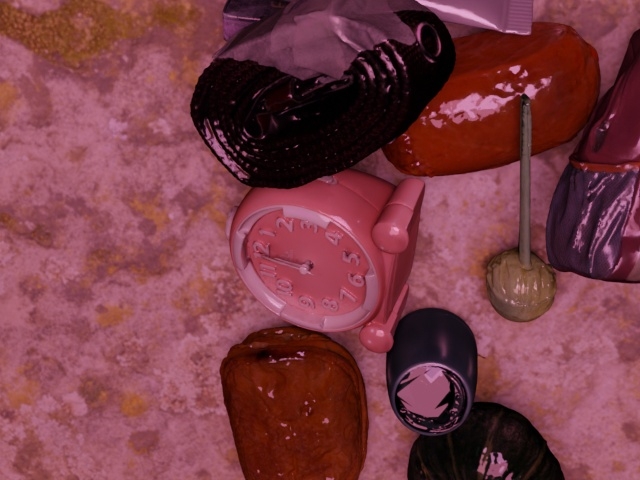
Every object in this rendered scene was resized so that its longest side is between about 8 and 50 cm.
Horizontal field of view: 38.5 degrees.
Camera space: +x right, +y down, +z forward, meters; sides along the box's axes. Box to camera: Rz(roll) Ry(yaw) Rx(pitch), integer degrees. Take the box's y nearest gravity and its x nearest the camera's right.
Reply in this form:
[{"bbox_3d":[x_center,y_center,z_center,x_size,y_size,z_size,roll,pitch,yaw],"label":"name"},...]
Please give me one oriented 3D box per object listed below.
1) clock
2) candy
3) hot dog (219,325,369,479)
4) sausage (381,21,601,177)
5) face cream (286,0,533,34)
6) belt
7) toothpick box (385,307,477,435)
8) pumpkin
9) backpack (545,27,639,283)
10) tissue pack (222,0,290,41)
[{"bbox_3d":[0.000,0.000,1.149,0.241,0.142,0.227,14,132,13],"label":"clock"},{"bbox_3d":[0.237,-0.030,1.076,0.092,0.093,0.336,12,136,23],"label":"candy"},{"bbox_3d":[-0.034,0.242,1.228,0.196,0.122,0.272,-8,113,9],"label":"hot dog"},{"bbox_3d":[0.195,-0.164,1.078,0.268,0.153,0.141,-14,128,10],"label":"sausage"},{"bbox_3d":[0.044,-0.370,1.057,0.420,0.137,0.235,7,77,4],"label":"face cream"},{"bbox_3d":[0.005,-0.174,0.998,0.289,0.164,0.184,-16,110,40],"label":"belt"},{"bbox_3d":[0.139,0.165,1.151,0.120,0.184,0.120,2,103,7],"label":"toothpick box"},{"bbox_3d":[0.216,0.312,1.198,0.211,0.152,0.212,8,121,14],"label":"pumpkin"},{"bbox_3d":[0.401,-0.101,1.037,0.283,0.197,0.317,6,95,-31],"label":"backpack"},{"bbox_3d":[-0.032,-0.273,1.099,0.156,0.112,0.051,7,133,5],"label":"tissue pack"}]
